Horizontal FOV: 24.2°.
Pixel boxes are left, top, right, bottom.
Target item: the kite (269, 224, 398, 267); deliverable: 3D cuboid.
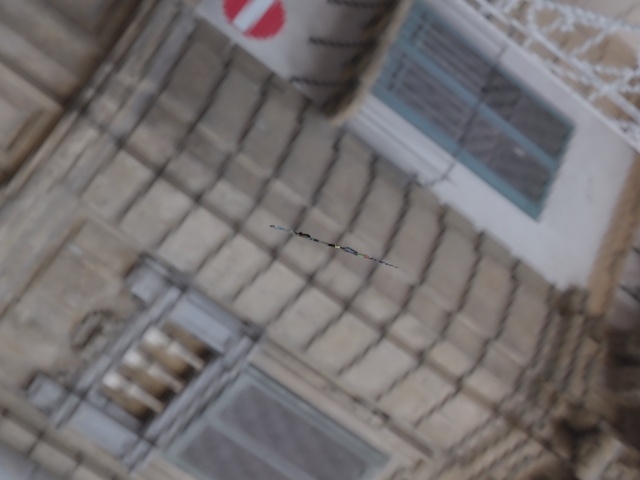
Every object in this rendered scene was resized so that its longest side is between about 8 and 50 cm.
[{"bbox_3d":[0.000,0.000,0.994,0.090,0.122,0.004,18,-90,53],"label":"kite"}]
